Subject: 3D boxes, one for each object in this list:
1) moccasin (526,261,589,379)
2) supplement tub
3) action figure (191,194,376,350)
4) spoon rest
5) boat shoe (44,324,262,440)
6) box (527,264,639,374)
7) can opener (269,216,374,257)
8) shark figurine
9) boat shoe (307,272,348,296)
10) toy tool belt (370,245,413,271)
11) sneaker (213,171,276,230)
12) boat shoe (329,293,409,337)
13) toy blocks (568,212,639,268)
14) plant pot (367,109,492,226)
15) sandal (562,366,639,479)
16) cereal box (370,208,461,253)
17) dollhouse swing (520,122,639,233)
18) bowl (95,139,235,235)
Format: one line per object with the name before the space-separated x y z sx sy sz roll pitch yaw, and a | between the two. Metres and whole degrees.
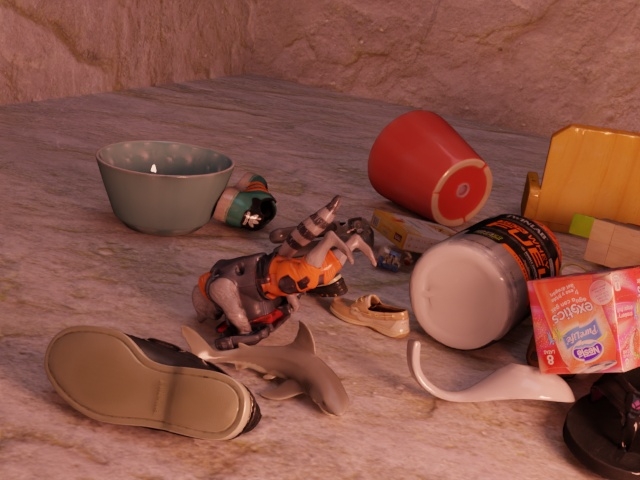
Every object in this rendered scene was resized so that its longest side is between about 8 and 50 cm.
moccasin | 0.492 0.130 1.690 0.139 0.147 0.380 21 24 36
supplement tub | 0.328 0.067 1.725 0.207 0.207 0.338 18 22 28
action figure | -0.076 0.056 1.594 0.330 0.179 0.341 -21 6 13
spoon rest | 0.267 0.226 1.441 0.276 0.084 0.137 14 -4 -3
boat shoe | -0.233 0.204 1.283 0.340 0.127 0.113 7 -12 23
box | 0.473 0.122 1.460 0.142 0.154 0.300 -10 -3 40
can opener | 0.000 0.000 2.045 0.283 0.076 0.095 -8 -8 -36
shark figurine | -0.067 0.176 1.418 0.278 0.116 0.166 15 19 15
boat shoe | 0.005 0.092 1.760 0.049 0.042 0.133 -36 14 -30
toy tool belt | 0.155 0.049 1.971 0.083 0.052 0.051 15 47 22
sneaker | -0.159 -0.082 2.163 0.121 0.108 0.302 25 18 3
boat shoe | 0.093 0.128 1.686 0.170 0.059 0.063 16 22 30
toy blocks | 0.785 0.032 2.092 0.381 0.191 0.261 18 10 26
plant pot | 0.301 -0.176 2.371 0.275 0.275 0.243 -5 31 -32
sandal | 0.495 0.243 1.425 0.167 0.107 0.445 15 21 24
cereal box | 0.254 -0.005 2.077 0.240 0.047 0.173 11 14 -26
dollhouse swing | 0.737 -0.175 2.425 0.346 0.305 0.315 9 19 8
bowl | -0.358 -0.114 2.067 0.311 0.163 0.311 7 19 -2
